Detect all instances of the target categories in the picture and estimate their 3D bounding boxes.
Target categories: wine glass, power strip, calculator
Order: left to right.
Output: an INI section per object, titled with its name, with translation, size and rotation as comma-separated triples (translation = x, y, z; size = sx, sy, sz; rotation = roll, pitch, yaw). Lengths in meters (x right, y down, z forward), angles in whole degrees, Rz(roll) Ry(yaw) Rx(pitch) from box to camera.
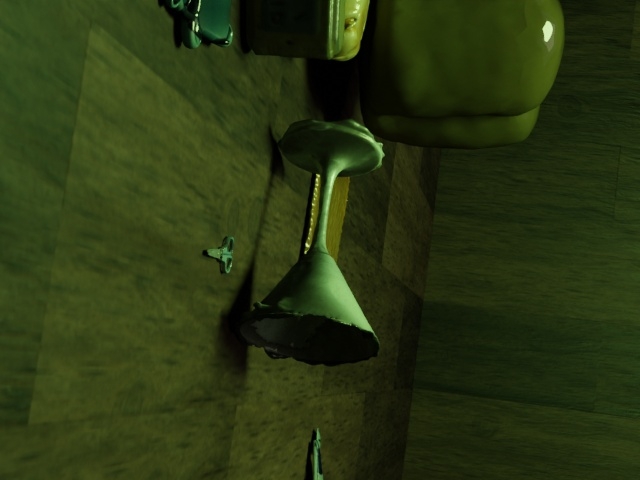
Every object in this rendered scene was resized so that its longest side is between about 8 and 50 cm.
[calculator]
translation = -0.093, -0.194, 0.850
size = 0.141, 0.019, 0.094
rotation = -4, 99, -77
[power strip]
translation = -0.019, -0.350, 0.947
size = 0.066, 0.092, 0.388
rotation = -65, 158, -66
[wine glass]
translation = 0.000, 0.000, 1.134
size = 0.156, 0.156, 0.232
rotation = 73, 23, -65

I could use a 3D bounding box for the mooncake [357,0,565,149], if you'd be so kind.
[mooncake]
translation = 0.183, -0.348, 1.409
size = 0.467, 0.262, 0.467
rotation = 5, 90, -89

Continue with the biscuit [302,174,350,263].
[biscuit]
translation = 0.007, -0.017, 1.483
size = 0.232, 0.013, 0.237
rotation = 55, 42, -74

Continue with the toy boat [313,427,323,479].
[toy boat]
translation = -0.013, 0.420, 1.583
size = 0.220, 0.067, 0.291
rotation = 43, 43, -77

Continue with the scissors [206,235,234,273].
[scissors]
translation = -0.093, 0.013, 0.999
size = 0.083, 0.006, 0.036
rotation = 10, 88, -79

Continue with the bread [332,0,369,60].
[bread]
translation = 0.017, -0.285, 1.180
size = 0.119, 0.084, 0.177
rotation = 75, 21, -82
